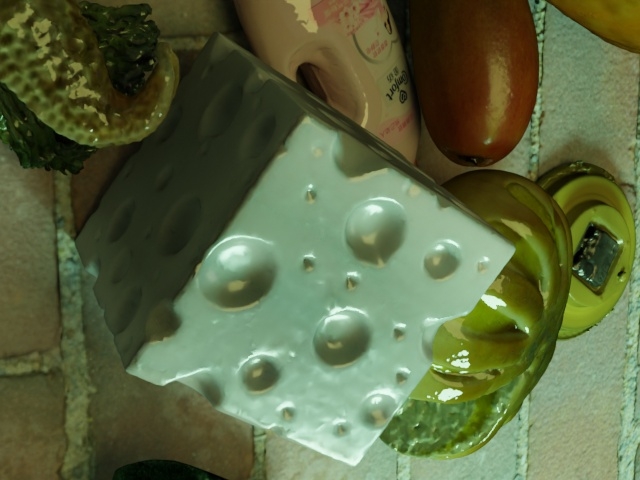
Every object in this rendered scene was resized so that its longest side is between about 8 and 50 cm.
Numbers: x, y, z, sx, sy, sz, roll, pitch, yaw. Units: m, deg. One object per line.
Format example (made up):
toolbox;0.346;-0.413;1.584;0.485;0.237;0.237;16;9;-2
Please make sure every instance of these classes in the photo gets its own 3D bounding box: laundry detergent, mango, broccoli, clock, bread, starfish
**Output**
laundry detergent;0.031;-0.147;1.054;0.159;0.088;0.335;-39;119;-24
mango;0.150;-0.219;1.056;0.146;0.129;0.289;-13;90;-73
broccoli;-0.279;-0.173;0.817;0.304;0.145;0.164;28;78;-23
clock;0.333;0.018;1.321;0.237;0.057;0.237;-7;102;-34
bread;0.166;0.082;1.098;0.333;0.160;0.333;-39;145;-35
starfish;-0.209;-0.296;0.766;0.324;0.082;0.431;11;76;-15

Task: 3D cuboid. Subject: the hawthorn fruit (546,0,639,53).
hawthorn fruit;0.395;-0.406;1.051;0.472;0.472;0.471;-8;104;-34

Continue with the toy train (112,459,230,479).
toy train;-0.089;0.324;0.994;0.330;0.139;0.178;39;53;-53

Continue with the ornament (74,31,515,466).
ornament;-0.032;0.004;0.902;0.240;0.240;0.239;30;100;-31
